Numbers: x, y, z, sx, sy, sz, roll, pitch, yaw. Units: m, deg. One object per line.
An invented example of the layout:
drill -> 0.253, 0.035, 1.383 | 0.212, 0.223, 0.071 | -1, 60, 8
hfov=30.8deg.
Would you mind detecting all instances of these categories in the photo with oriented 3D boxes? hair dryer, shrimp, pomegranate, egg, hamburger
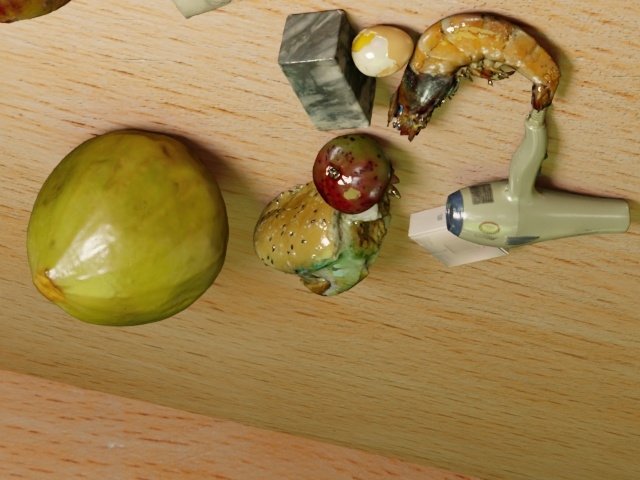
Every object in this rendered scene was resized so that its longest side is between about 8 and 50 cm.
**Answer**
hair dryer -> 0.382, -0.080, 1.845 | 0.295, 0.119, 0.298 | 13, 140, -22
shrimp -> 0.217, -0.216, 1.660 | 0.222, 0.054, 0.290 | 17, 147, -15
pomegranate -> 0.057, -0.099, 1.858 | 0.129, 0.130, 0.159 | -2, 154, 20
egg -> 0.087, -0.261, 1.599 | 0.083, 0.071, 0.071 | -12, 146, 23
hamburger -> 0.000, 0.000, 2.005 | 0.167, 0.192, 0.288 | 38, 141, -27

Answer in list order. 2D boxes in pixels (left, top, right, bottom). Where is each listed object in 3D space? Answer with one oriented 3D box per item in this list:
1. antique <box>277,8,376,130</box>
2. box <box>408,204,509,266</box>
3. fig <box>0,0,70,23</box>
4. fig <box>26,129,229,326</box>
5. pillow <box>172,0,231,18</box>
antique -> 0.015, -0.234, 1.651 | 0.086, 0.088, 0.183 | -1, 150, 21
box -> 0.245, -0.010, 2.042 | 0.129, 0.051, 0.130 | -15, 145, 36
fig -> -0.342, -0.363, 1.457 | 0.216, 0.217, 0.321 | -6, 176, 26
fig -> -0.326, -0.006, 1.900 | 0.343, 0.343, 0.343 | 7, 152, 4
pillow -> -0.108, -0.356, 1.499 | 0.229, 0.050, 0.148 | -8, 157, 22
